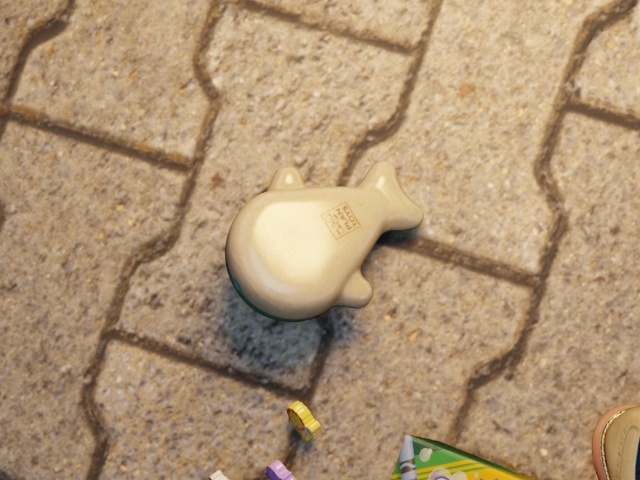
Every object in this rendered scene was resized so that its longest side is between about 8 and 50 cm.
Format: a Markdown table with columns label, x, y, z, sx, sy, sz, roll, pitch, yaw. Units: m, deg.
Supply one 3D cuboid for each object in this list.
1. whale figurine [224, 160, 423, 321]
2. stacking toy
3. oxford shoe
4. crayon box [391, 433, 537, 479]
| label | x | y | z | sx | sy | sz | roll | pitch | yaw |
| --- | --- | --- | --- | --- | --- | --- | --- | --- | --- |
| whale figurine | 0.000 | 0.000 | 1.823 | 0.272 | 0.141 | 0.216 | -31 | 82 | -20 |
| stacking toy | -0.023 | 0.343 | 1.784 | 0.167 | 0.052 | 0.221 | -36 | 81 | -27 |
| oxford shoe | 0.437 | 0.388 | 1.639 | 0.140 | 0.146 | 0.397 | -24 | 82 | -5 |
| crayon box | 0.214 | 0.385 | 1.686 | 0.323 | 0.083 | 0.203 | 16 | 87 | 43 |
